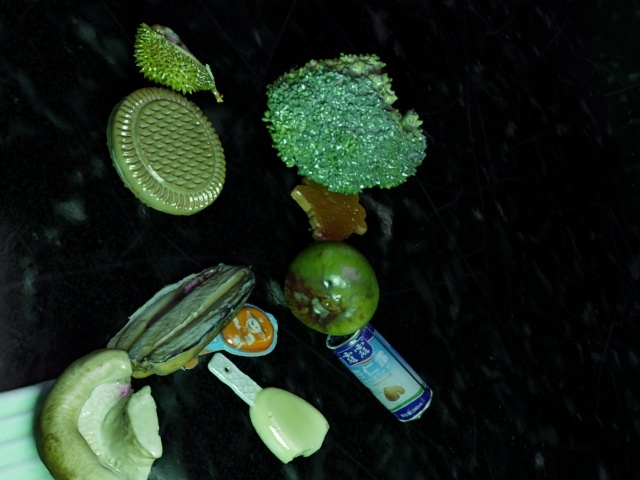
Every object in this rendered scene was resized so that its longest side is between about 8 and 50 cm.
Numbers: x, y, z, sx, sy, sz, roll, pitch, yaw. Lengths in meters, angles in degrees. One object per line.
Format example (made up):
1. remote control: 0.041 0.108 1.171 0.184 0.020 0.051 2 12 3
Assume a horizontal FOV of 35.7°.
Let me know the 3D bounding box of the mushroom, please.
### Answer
1. mushroom: -0.314 0.286 1.385 0.151 0.156 0.285 4 56 -36

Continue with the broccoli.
1. broccoli: 0.068 -0.263 2.061 0.375 0.249 0.302 18 52 -20

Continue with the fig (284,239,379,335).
1. fig: 0.021 0.084 1.908 0.181 0.181 0.191 43 19 -25

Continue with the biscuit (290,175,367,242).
1. biscuit: 0.022 -0.080 2.085 0.183 0.043 0.280 35 33 -16

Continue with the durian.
1. durian: -0.268 -0.319 1.853 0.208 0.102 0.146 37 8 -23

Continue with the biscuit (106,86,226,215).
1. biscuit: -0.273 -0.160 1.780 0.259 0.079 0.259 24 53 -37

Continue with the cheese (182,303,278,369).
1. cheese: -0.167 0.168 1.751 0.256 0.037 0.106 -10 63 -47

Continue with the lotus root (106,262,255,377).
1. lotus root: -0.217 0.137 1.650 0.329 0.167 0.078 -41 132 -50

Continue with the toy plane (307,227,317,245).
1. toy plane: 0.000 0.000 2.044 0.083 0.031 0.078 -54 127 -46

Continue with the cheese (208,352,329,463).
1. cheese: -0.099 0.292 1.757 0.255 0.050 0.127 41 42 -12

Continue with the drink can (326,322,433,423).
1. drink can: 0.120 0.256 1.991 0.235 0.097 0.097 48 41 -22

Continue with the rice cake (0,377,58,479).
1. rice cake: -0.401 0.288 1.422 0.198 0.037 0.189 0 71 -49
